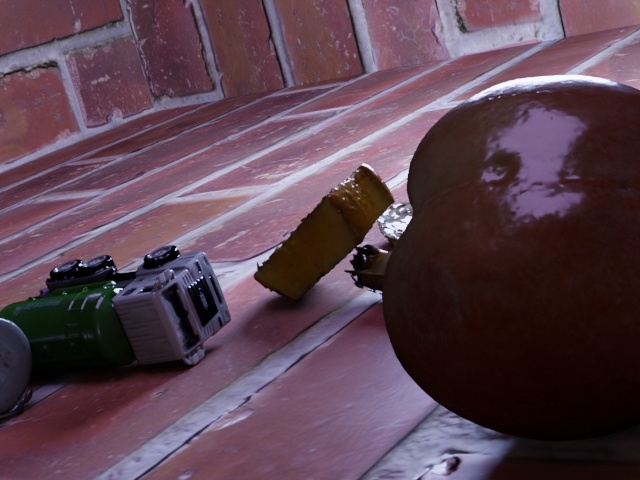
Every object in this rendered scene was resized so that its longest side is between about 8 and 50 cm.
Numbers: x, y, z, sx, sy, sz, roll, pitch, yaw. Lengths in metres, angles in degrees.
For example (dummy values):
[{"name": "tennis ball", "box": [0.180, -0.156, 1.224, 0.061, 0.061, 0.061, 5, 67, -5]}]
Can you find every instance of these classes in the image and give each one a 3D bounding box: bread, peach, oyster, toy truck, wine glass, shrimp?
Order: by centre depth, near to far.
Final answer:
[{"name": "peach", "box": [0.167, 0.013, 0.842, 0.252, 0.253, 0.252, -14, 13, 3]}, {"name": "shrimp", "box": [0.118, 0.024, 1.235, 0.133, 0.053, 0.236, -18, 9, -37]}, {"name": "wine glass", "box": [-0.382, 0.121, 1.253, 0.204, 0.111, 0.111, 0, 20, 43]}, {"name": "toy truck", "box": [-0.220, 0.080, 1.279, 0.242, 0.101, 0.125, -10, 19, 31]}, {"name": "bread", "box": [0.000, 0.000, 1.314, 0.187, 0.065, 0.103, -43, 3, 36]}, {"name": "oyster", "box": [0.119, -0.026, 1.431, 0.105, 0.056, 0.177, -21, 12, 3]}]
